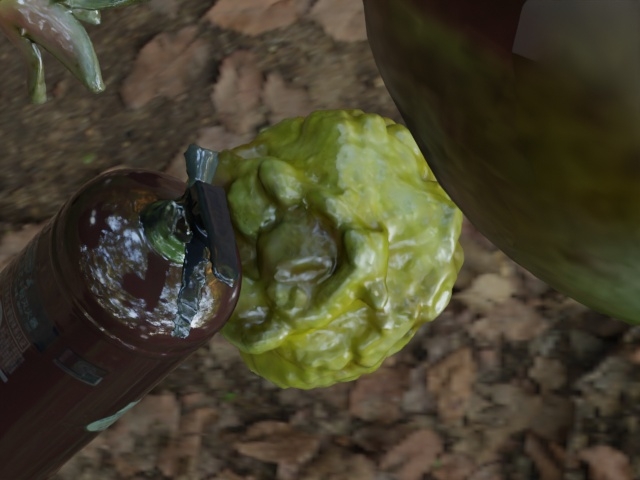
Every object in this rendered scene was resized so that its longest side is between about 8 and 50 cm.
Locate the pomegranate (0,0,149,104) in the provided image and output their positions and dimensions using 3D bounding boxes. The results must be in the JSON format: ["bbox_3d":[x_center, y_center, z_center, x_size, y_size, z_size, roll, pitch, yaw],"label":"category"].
[{"bbox_3d":[-0.189,-0.161,0.953,0.224,0.181,0.181,41,72,-30],"label":"pomegranate"}]

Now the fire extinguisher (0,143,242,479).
[{"bbox_3d":[-0.139,0.056,1.118,0.114,0.337,0.135,21,48,-27],"label":"fire extinguisher"}]

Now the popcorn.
[{"bbox_3d":[-0.001,0.000,1.299,0.155,0.197,0.198,40,69,-54],"label":"popcorn"}]

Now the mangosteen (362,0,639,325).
[{"bbox_3d":[0.223,-0.093,0.396,0.381,0.381,0.421,44,67,-15],"label":"mangosteen"}]
